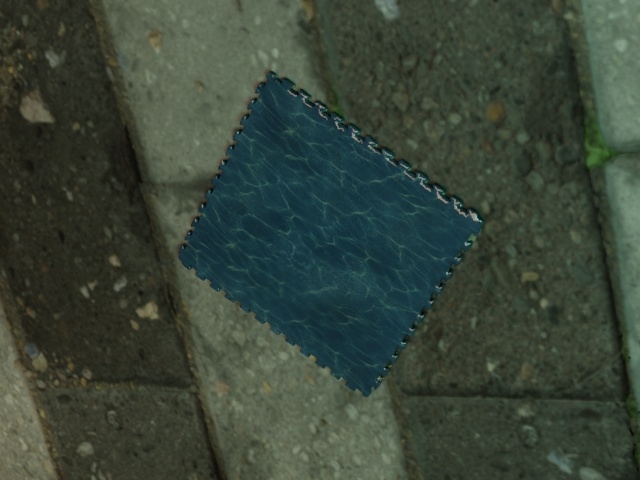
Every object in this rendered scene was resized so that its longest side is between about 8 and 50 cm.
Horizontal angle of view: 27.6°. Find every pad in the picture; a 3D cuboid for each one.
[{"bbox_3d":[0.000,0.000,1.333,0.270,0.012,0.269,34,124,10],"label":"pad"}]
